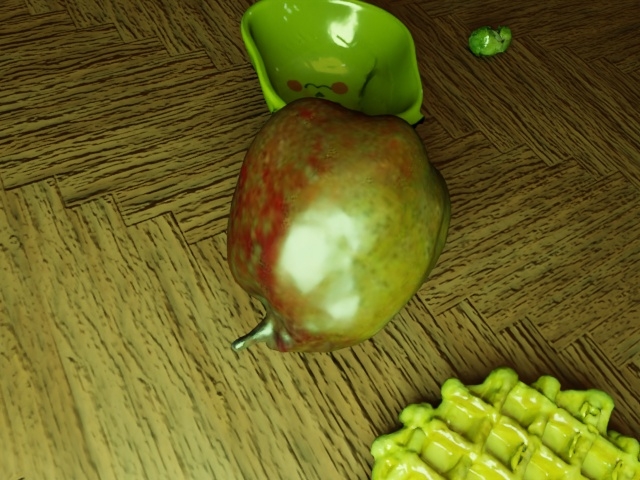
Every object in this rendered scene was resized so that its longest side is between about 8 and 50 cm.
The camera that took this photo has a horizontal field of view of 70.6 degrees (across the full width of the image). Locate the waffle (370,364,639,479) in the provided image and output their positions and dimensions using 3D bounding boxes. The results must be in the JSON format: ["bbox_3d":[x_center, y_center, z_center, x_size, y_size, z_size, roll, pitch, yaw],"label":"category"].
[{"bbox_3d":[0.167,0.250,0.372,0.310,0.065,0.283,-6,58,-9],"label":"waffle"}]

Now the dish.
[{"bbox_3d":[0.012,-0.201,0.589,0.221,0.108,0.262,-4,58,-12],"label":"dish"}]

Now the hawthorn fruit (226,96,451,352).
[{"bbox_3d":[0.000,0.000,0.425,0.208,0.208,0.248,28,78,8],"label":"hawthorn fruit"}]

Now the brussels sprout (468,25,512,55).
[{"bbox_3d":[0.288,-0.334,0.752,0.084,0.046,0.050,-20,71,-21],"label":"brussels sprout"}]
